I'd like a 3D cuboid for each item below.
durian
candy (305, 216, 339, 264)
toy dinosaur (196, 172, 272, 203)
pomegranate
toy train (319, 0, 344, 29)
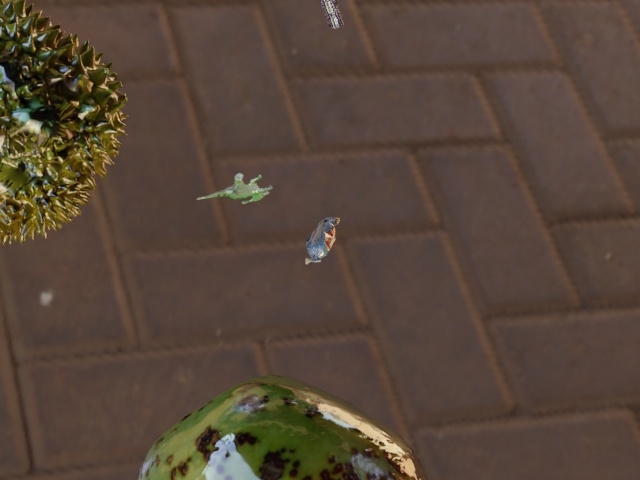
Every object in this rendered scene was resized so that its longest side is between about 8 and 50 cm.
[{"bbox_3d":[-0.336,-0.128,1.687,0.291,0.291,0.224,20,13,-2],"label":"durian"},{"bbox_3d":[-0.001,0.000,1.858,0.030,0.020,0.083,-7,34,28],"label":"candy"},{"bbox_3d":[-0.095,-0.053,1.854,0.083,0.062,0.021,-15,71,2],"label":"toy dinosaur"},{"bbox_3d":[-0.035,0.210,1.131,0.214,0.214,0.248,29,31,6],"label":"pomegranate"},{"bbox_3d":[0.003,-0.252,1.659,0.017,0.083,0.017,-18,22,9],"label":"toy train"}]
